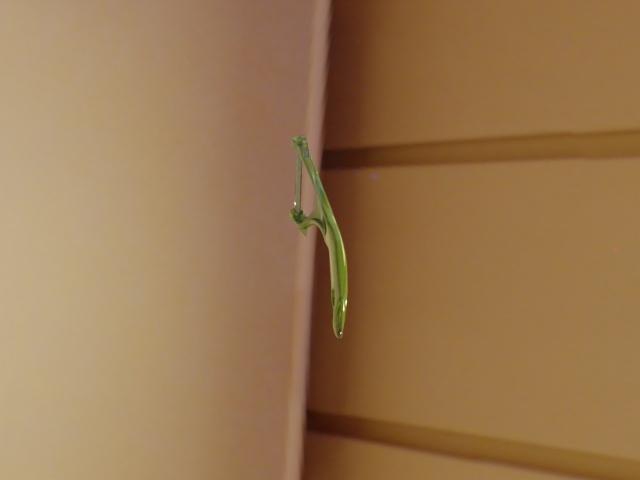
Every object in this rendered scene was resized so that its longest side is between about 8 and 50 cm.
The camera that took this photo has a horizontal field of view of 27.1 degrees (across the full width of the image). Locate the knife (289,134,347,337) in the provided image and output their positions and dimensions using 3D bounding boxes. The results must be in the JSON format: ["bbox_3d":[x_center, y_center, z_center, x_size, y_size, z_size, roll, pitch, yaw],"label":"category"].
[{"bbox_3d":[0.003,-0.001,0.853,0.166,0.023,0.078,-109,-168,-52],"label":"knife"}]
